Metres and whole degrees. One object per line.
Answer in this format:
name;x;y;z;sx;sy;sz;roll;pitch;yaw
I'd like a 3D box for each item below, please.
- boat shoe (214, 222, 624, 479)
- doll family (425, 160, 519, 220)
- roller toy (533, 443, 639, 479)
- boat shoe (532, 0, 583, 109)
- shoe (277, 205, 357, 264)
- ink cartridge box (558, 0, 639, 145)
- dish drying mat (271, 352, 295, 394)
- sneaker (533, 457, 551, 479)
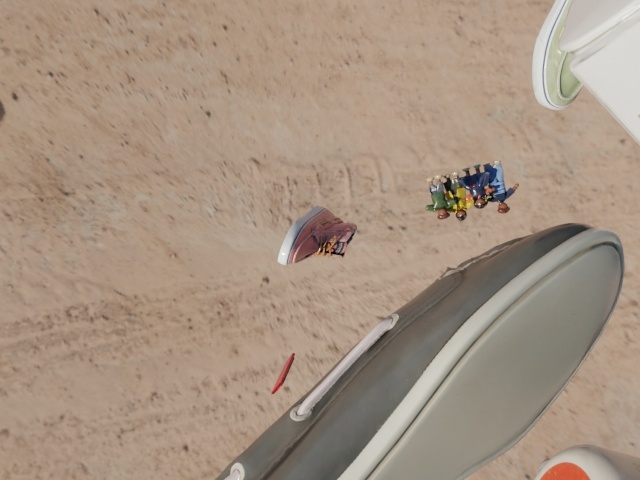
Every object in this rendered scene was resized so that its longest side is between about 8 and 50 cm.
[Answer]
boat shoe;0.025;0.096;0.355;0.335;0.095;0.112;-43;131;-15
doll family;0.319;-0.096;1.432;0.193;0.076;0.111;-15;86;23
roller toy;0.277;0.301;0.640;0.146;0.191;0.209;17;78;-6
boat shoe;0.440;-0.364;1.130;0.109;0.094;0.302;4;110;-21
shoe;0.000;0.000;1.075;0.081;0.178;0.063;24;118;10
ink cartridge box;0.366;-0.086;0.454;0.395;0.166;0.285;42;44;-12
dish drying mat;-0.058;0.213;1.088;0.008;0.083;0.032;35;116;-4
sneaker;0.404;0.394;1.001;0.098;0.224;0.083;-38;104;-31
